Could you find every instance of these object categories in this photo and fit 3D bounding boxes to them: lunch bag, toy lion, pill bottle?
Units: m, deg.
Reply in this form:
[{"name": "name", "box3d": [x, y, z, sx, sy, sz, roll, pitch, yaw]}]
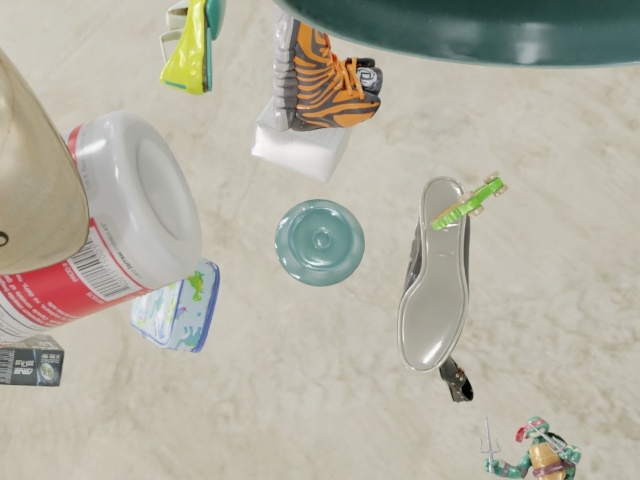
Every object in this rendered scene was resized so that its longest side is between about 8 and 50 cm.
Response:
[{"name": "lunch bag", "box3d": [-0.266, 0.105, 1.567, 0.219, 0.090, 0.176, 13, 90, 58]}, {"name": "toy lion", "box3d": [0.204, -0.050, 1.220, 0.034, 0.100, 0.096, 55, 146, -2]}, {"name": "pill bottle", "box3d": [-0.380, 0.006, 1.117, 0.408, 0.229, 0.229, -20, 56, 11]}]

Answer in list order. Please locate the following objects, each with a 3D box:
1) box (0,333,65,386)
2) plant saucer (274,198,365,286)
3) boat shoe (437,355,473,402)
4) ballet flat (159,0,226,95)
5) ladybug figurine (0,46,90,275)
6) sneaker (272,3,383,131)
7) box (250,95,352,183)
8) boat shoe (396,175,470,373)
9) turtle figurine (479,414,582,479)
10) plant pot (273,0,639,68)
[{"name": "box", "box3d": [-0.622, 0.235, 1.736, 0.147, 0.180, 0.077, 14, 95, 60]}, {"name": "plant saucer", "box3d": [0.000, 0.000, 1.128, 0.021, 0.119, 0.119, 108, 173, -74]}, {"name": "boat shoe", "box3d": [0.227, 0.227, 1.465, 0.042, 0.133, 0.049, -5, 43, 27]}, {"name": "ballet flat", "box3d": [-0.176, -0.285, 1.177, 0.077, 0.077, 0.231, 1, 50, 1]}, {"name": "ladybug figurine", "box3d": [-0.421, -0.135, 0.864, 0.449, 0.162, 0.305, 46, 148, 6]}, {"name": "sneaker", "box3d": [0.014, -0.291, 1.387, 0.180, 0.321, 0.124, -1, 65, -4]}, {"name": "box", "box3d": [-0.035, -0.211, 1.732, 0.091, 0.171, 0.130, 105, -171, -45]}, {"name": "boat shoe", "box3d": [0.197, 0.060, 1.450, 0.112, 0.095, 0.335, 7, 79, 11]}, {"name": "turtle figurine", "box3d": [0.374, 0.375, 1.421, 0.175, 0.118, 0.234, -39, 64, 42]}, {"name": "plant pot", "box3d": [0.124, -0.216, 0.445, 0.293, 0.293, 0.196, 4, 89, 45]}]
